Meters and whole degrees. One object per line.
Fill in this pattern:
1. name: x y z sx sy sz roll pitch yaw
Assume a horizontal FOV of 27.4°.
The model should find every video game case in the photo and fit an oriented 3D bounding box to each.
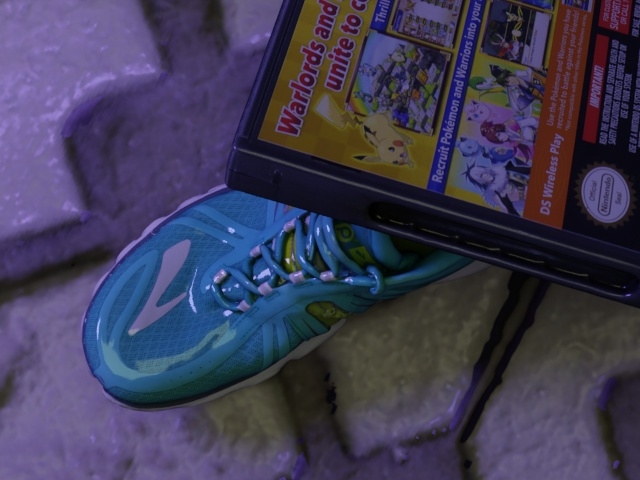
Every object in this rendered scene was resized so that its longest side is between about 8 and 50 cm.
1. video game case: 0.108 -0.100 0.645 0.248 0.035 0.275 17 53 -1

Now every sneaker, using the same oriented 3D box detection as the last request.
1. sneaker: 0.000 0.000 0.672 0.275 0.110 0.107 -27 88 -2
